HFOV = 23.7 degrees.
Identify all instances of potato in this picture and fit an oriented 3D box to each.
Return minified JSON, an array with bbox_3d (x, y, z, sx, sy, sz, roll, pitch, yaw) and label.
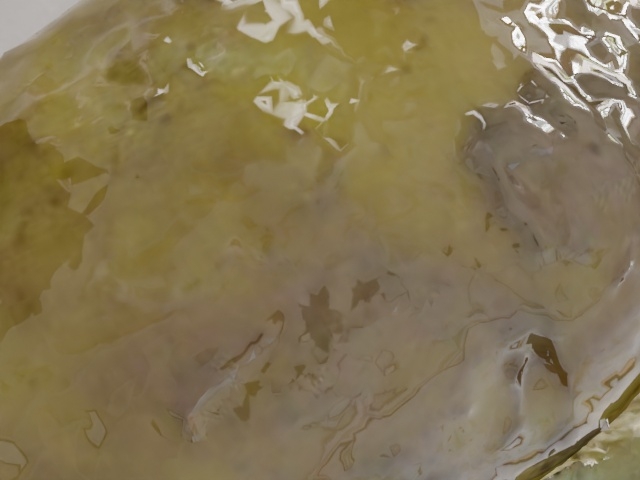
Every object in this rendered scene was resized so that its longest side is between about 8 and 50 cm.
[{"bbox_3d":[0.000,0.000,0.491,0.266,0.229,0.229,-35,125,10],"label":"potato"}]

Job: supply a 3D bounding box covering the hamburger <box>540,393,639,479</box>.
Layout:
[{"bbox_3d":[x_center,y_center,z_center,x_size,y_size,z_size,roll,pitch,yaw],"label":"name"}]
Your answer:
[{"bbox_3d":[0.069,0.146,0.633,0.308,0.211,0.133,-27,93,-21],"label":"hamburger"}]
